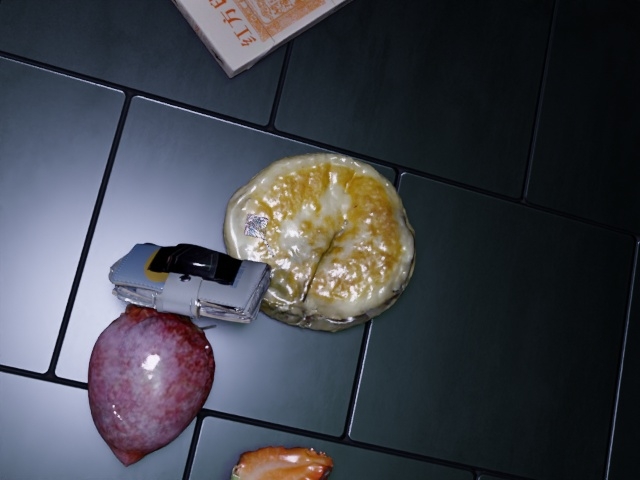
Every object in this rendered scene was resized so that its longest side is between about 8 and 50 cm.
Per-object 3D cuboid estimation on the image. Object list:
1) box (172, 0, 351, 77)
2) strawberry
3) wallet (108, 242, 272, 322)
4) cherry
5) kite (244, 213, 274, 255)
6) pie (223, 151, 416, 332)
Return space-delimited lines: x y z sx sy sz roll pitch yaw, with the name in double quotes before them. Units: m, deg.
"box" -0.076 -0.472 1.433 0.365 0.051 0.205 -37 91 -16
"strawberry" -0.078 0.404 1.271 0.140 0.085 0.192 24 43 22
"wallet" -0.199 0.058 1.233 0.231 0.170 0.069 9 115 8
"cherry" -0.264 0.223 1.216 0.192 0.175 0.250 23 77 -31
"kite" -0.104 -0.009 1.314 0.044 0.002 0.078 -9 80 -6
"pie" 0.000 0.000 1.365 0.339 0.077 0.339 1 79 -6
